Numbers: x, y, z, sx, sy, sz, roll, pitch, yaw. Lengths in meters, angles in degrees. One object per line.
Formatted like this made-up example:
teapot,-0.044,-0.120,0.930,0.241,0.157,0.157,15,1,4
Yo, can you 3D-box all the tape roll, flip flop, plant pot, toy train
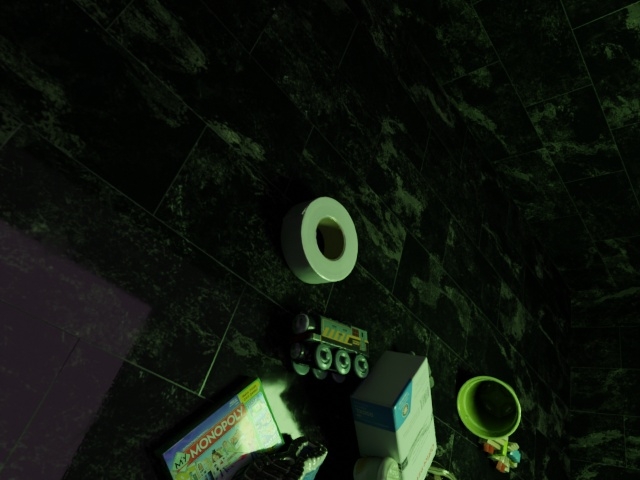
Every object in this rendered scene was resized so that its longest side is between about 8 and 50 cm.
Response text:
tape roll,0.000,0.000,1.508,0.286,0.100,0.287,13,73,-45
flip flop,0.443,0.922,1.791,0.277,0.112,0.080,39,81,-38
plant pot,0.818,0.768,2.136,0.253,0.275,0.276,12,72,-57
toy train,0.032,0.342,1.450,0.333,0.142,0.190,26,50,-39

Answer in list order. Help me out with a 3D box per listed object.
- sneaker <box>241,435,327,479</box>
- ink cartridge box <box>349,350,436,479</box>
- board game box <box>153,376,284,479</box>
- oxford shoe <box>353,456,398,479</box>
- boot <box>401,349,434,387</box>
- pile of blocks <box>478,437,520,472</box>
sneaker,-0.096,0.651,1.202,0.330,0.129,0.147,10,96,-58
ink cartridge box,0.259,0.626,1.529,0.285,0.166,0.395,-32,117,-51
board game box,-0.244,0.532,1.160,0.317,0.046,0.214,-30,104,-47
oxford shoe,0.165,0.865,1.410,0.169,0.130,0.450,-25,117,-58
boot,0.396,0.532,1.851,0.161,0.083,0.247,-35,113,-53
pile of blocks,0.900,1.062,2.214,0.362,0.148,0.113,49,49,-29
